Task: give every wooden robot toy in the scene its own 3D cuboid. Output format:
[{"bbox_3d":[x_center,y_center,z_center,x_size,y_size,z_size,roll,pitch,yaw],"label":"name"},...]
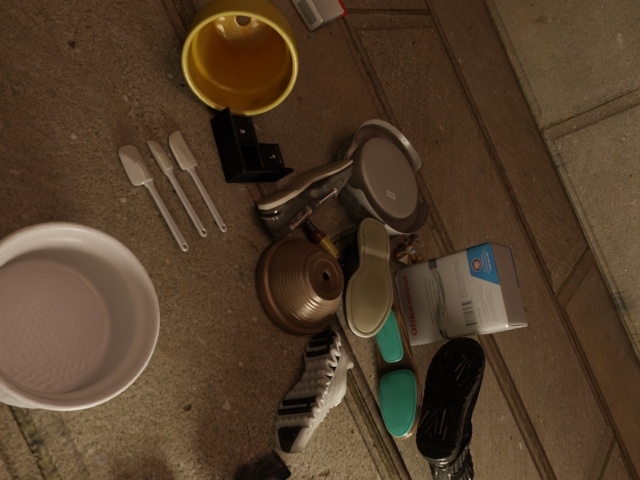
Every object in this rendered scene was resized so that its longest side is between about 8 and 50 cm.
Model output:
[{"bbox_3d":[0.271,0.043,1.585,0.079,0.076,0.173,55,29,-12],"label":"wooden robot toy"}]

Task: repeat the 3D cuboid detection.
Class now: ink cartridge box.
[{"bbox_3d":[-0.027,-0.819,1.653,0.296,0.066,0.261,57,44,-12],"label":"ink cartridge box"},{"bbox_3d":[0.380,0.155,1.483,0.129,0.307,0.223,9,67,-46],"label":"ink cartridge box"}]

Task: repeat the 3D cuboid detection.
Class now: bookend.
[{"bbox_3d":[-0.159,-0.221,1.263,0.157,0.072,0.156,-7,79,-47],"label":"bookend"}]

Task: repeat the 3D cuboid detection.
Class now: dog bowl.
[{"bbox_3d":[0.178,-0.172,1.564,0.349,0.102,0.348,19,61,-39],"label":"dog bowl"}]

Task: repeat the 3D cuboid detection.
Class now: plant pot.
[{"bbox_3d":[-0.181,-0.461,1.232,0.254,0.254,0.239,30,38,-34],"label":"plant pot"},{"bbox_3d":[-0.025,0.096,1.242,0.237,0.110,0.237,19,62,-39],"label":"plant pot"}]

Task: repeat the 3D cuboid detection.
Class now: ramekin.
[{"bbox_3d":[-0.402,0.122,0.817,0.277,0.135,0.277,24,56,-40],"label":"ramekin"}]

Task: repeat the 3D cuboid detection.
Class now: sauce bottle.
[{"bbox_3d":[0.000,0.000,1.355,0.128,0.042,0.042,54,44,-17],"label":"sauce bottle"}]

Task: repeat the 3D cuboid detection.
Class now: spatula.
[{"bbox_3d":[-0.299,-0.102,1.115,0.168,0.019,0.242,-35,101,-53],"label":"spatula"}]

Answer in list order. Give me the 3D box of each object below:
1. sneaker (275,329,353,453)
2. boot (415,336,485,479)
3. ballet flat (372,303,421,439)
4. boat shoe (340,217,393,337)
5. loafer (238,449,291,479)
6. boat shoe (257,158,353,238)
[{"bbox_3d":[-0.001,0.339,1.174,0.118,0.110,0.292,55,44,-27],"label":"sneaker"},{"bbox_3d":[0.347,0.451,1.385,0.348,0.131,0.260,-61,142,-28],"label":"boot"},{"bbox_3d":[0.203,0.331,1.395,0.124,0.116,0.342,23,52,-60],"label":"ballet flat"},{"bbox_3d":[0.102,0.104,1.367,0.127,0.113,0.340,17,54,-20],"label":"boat shoe"},{"bbox_3d":[-0.135,0.459,1.024,0.170,0.062,0.061,-4,54,-50],"label":"loafer"},{"bbox_3d":[-0.026,-0.111,1.339,0.335,0.112,0.095,-35,117,-42],"label":"boat shoe"}]
